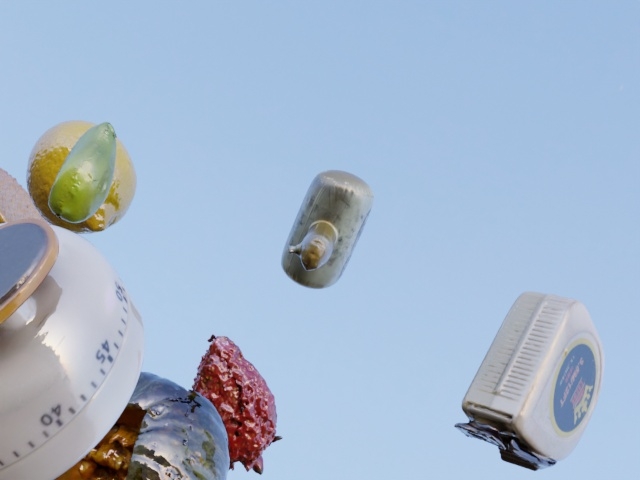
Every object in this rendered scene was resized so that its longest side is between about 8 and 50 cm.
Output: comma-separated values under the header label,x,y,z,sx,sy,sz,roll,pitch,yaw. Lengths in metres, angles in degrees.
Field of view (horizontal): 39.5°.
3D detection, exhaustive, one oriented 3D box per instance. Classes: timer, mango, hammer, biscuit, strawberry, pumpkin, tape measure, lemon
label,x,y,z,sx,sy,sz,roll,pitch,yaw
timer,-0.249,0.103,0.717,0.234,0.233,0.240,5,-40,27
mango,-0.329,-0.097,1.267,0.074,0.165,0.091,30,-31,-17
hammer,0.000,0.000,1.365,0.113,0.305,0.202,21,-78,2
biscuit,-0.660,-0.060,1.932,0.035,0.254,0.254,-32,-66,3
strawberry,-0.152,0.288,1.550,0.174,0.098,0.228,11,-71,11
pumpkin,-0.276,0.303,1.125,0.320,0.320,0.192,18,-31,15
tape measure,0.318,0.237,1.345,0.133,0.271,0.231,8,-36,39
lemon,-0.419,-0.112,1.562,0.187,0.244,0.187,-16,-34,-11
